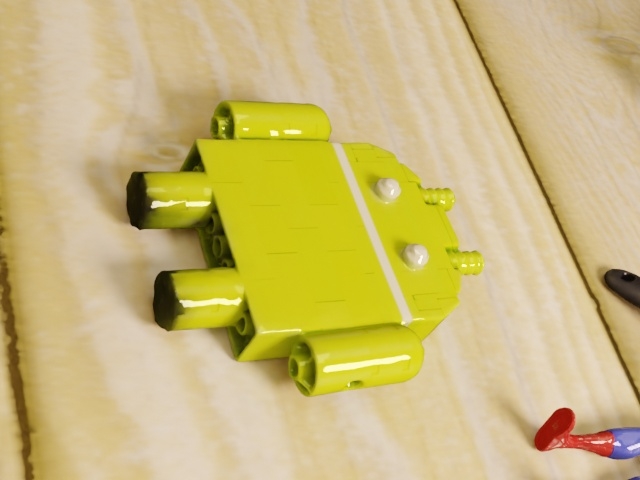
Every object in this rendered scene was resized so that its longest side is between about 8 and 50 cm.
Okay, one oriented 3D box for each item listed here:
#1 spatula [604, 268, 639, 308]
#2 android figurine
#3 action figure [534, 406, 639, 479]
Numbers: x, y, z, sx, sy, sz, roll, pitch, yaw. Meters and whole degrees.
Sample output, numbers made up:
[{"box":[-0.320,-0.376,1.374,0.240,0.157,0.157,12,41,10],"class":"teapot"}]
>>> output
[{"box":[0.372,0.096,0.847,0.296,0.030,0.084,27,41,27],"class":"spatula"},{"box":[0.000,0.000,0.757,0.273,0.056,0.248,-1,57,-29],"class":"android figurine"},{"box":[0.318,0.153,0.768,0.280,0.139,0.091,7,54,-29],"class":"action figure"}]
